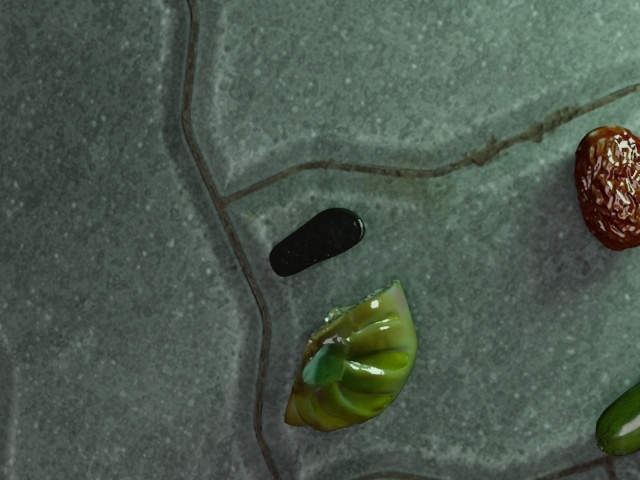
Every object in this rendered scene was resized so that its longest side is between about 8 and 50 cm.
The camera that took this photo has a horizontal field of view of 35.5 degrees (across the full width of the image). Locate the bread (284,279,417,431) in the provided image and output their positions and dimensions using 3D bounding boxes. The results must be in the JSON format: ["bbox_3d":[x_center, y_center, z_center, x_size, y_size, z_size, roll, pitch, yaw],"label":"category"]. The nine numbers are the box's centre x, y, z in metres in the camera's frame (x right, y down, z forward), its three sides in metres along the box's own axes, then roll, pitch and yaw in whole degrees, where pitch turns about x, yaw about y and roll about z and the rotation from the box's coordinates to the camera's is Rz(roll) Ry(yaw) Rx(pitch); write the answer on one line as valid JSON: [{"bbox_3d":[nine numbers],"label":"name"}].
[{"bbox_3d":[0.057,0.181,1.485,0.156,0.158,0.260,20,102,7],"label":"bread"}]

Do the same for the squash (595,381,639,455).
[{"bbox_3d":[0.529,0.199,1.413,0.331,0.087,0.087,-37,87,16],"label":"squash"}]

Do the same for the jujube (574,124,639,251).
[{"bbox_3d":[0.419,-0.075,1.406,0.112,0.109,0.176,-15,83,-22],"label":"jujube"}]

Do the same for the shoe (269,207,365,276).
[{"bbox_3d":[0.000,0.000,1.536,0.179,0.049,0.071,-29,83,33],"label":"shoe"}]
